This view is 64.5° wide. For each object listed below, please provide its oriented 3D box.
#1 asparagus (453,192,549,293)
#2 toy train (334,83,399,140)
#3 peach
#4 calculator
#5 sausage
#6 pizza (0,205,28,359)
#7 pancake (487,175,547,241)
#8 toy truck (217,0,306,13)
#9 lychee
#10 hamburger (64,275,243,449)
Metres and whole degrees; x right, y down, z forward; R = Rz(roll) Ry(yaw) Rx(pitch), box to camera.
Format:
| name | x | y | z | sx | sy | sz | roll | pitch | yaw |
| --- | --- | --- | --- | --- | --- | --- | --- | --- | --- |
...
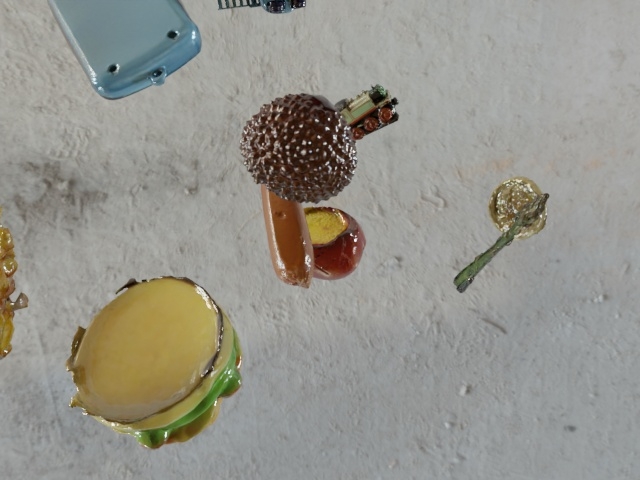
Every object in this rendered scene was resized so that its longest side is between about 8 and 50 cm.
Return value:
| name | x | y | z | sx | sy | sz | roll | pitch | yaw |
| --- | --- | --- | --- | --- | --- | --- | --- | --- | --- |
| asparagus | 0.210 | 0.012 | 0.614 | 0.022 | 0.233 | 0.023 | 24 | 60 | 3 |
| toy train | 0.026 | -0.198 | 0.922 | 0.250 | 0.053 | 0.085 | -26 | 122 | 27 |
| peach | 0.000 | 0.000 | 1.309 | 0.226 | 0.196 | 0.189 | 30 | 77 | -23 |
| calculator | -0.285 | -0.322 | 0.730 | 0.173 | 0.051 | 0.293 | -32 | 66 | -6 |
| sausage | -0.081 | -0.058 | 1.122 | 0.094 | 0.097 | 0.348 | -8 | 66 | -12 |
| pizza | -0.325 | 0.079 | 0.472 | 0.074 | 0.182 | 0.365 | 13 | 130 | -23 |
| pancake | 0.454 | -0.073 | 1.169 | 0.025 | 0.152 | 0.151 | -7 | 109 | -41 |
| toy truck | -0.089 | -0.381 | 0.784 | 0.136 | 0.074 | 0.063 | -18 | 115 | -24 |
| lychee | -0.023 | -0.102 | 0.559 | 0.129 | 0.123 | 0.123 | 5 | 104 | -2 |
| hamburger | -0.215 | 0.178 | 0.711 | 0.237 | 0.237 | 0.149 | -19 | 140 | -3 |
